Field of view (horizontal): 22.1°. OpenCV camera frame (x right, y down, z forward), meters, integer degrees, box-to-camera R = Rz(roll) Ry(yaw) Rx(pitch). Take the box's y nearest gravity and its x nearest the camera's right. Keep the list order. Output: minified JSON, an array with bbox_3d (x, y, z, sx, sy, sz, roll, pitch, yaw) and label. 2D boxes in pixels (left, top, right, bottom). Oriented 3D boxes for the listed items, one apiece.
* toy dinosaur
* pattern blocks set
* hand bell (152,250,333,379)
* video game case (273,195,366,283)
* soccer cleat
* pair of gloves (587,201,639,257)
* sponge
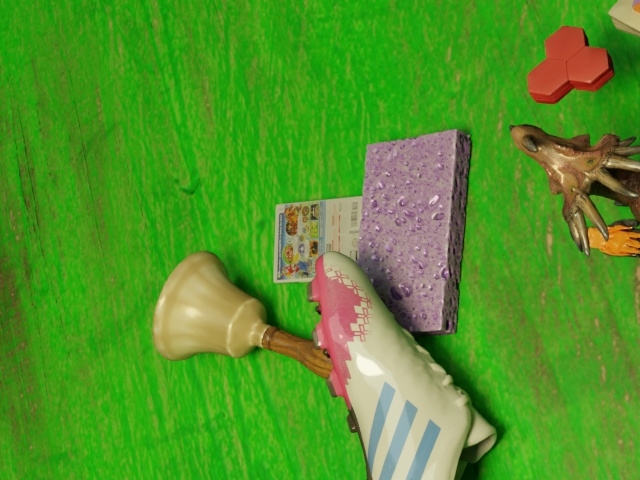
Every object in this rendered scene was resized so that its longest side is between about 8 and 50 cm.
[{"bbox_3d":[0.317,-0.041,1.383,0.296,0.200,0.127,-8,71,37],"label":"toy dinosaur"},{"bbox_3d":[0.355,-0.237,1.471,0.285,0.026,0.324,19,70,40],"label":"pattern blocks set"},{"bbox_3d":[-0.042,0.105,1.719,0.242,0.126,0.126,19,88,29],"label":"hand bell"},{"bbox_3d":[0.000,0.000,1.752,0.122,0.011,0.087,-4,80,38],"label":"video game case"},{"bbox_3d":[0.086,0.155,1.573,0.143,0.116,0.331,-17,71,6],"label":"soccer cleat"},{"bbox_3d":[0.285,-0.025,1.531,0.074,0.010,0.083,12,83,42],"label":"pair of gloves"},{"bbox_3d":[0.091,-0.005,1.671,0.117,0.031,0.210,-6,73,38],"label":"sponge"}]
